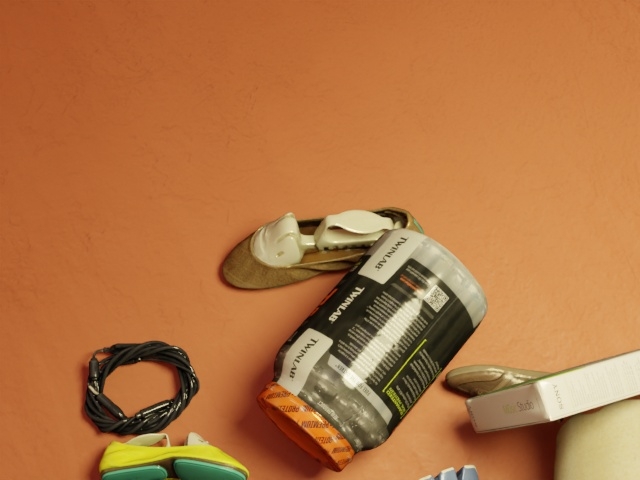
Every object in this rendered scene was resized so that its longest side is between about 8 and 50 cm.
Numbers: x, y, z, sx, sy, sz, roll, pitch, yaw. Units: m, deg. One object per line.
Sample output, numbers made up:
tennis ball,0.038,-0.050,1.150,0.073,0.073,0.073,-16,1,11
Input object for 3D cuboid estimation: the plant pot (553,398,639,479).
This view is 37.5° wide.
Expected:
plant pot,0.425,0.388,1.213,0.334,0.334,0.305,3,52,7

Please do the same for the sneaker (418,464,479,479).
sneaker,0.105,0.417,1.206,0.315,0.127,0.182,-13,59,-23

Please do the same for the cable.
cable,-0.283,0.234,1.490,0.184,0.047,0.150,2,62,5

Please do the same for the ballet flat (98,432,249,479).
ballet flat,-0.220,0.328,1.424,0.231,0.077,0.077,-2,45,6

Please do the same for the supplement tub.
supplement tub,0.075,0.163,1.404,0.207,0.207,0.338,35,70,21

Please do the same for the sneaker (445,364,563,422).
sneaker,0.283,0.233,1.426,0.188,0.066,0.071,3,63,7

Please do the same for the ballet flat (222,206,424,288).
ballet flat,0.000,0.000,1.543,0.342,0.124,0.116,-6,61,2

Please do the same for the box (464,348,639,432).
box,0.390,0.193,1.298,0.322,0.232,0.058,-11,78,-17
